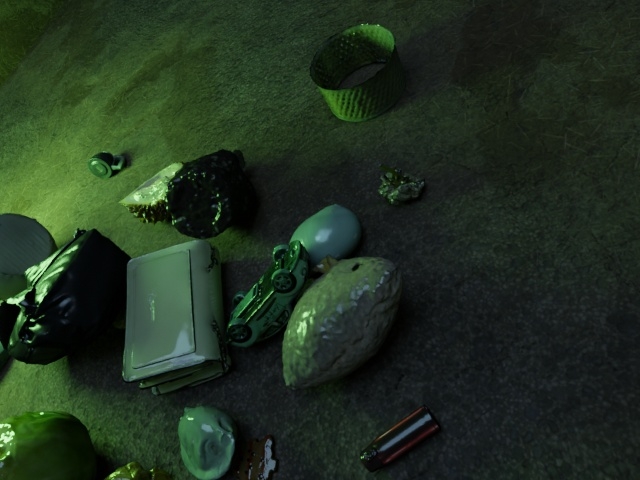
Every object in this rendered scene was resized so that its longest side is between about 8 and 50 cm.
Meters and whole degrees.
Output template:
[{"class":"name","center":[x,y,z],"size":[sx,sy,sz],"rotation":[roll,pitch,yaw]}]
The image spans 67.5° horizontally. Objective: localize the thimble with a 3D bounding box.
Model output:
[{"class":"thimble","center":[0.118,-0.502,1.442],"size":[0.270,0.150,0.271],"rotation":[-13,57,20]}]

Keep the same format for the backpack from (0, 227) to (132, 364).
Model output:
[{"class":"backpack","center":[-0.743,0.181,1.371],"size":[0.445,0.254,0.363],"rotation":[-38,28,30]}]

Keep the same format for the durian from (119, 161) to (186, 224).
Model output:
[{"class":"durian","center":[-0.498,-0.149,1.542],"size":[0.249,0.138,0.183],"rotation":[-28,19,22]}]

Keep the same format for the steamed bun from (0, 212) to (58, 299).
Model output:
[{"class":"steamed bun","center":[-1.057,0.071,1.610],"size":[0.309,0.309,0.310],"rotation":[-13,56,20]}]

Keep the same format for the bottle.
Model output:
[{"class":"bottle","center":[0.153,0.390,0.935],"size":[0.164,0.060,0.060],"rotation":[-36,52,3]}]

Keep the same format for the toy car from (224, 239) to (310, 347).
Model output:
[{"class":"toy car","center":[-0.115,0.140,1.156],"size":[0.306,0.125,0.136],"rotation":[-47,22,18]}]

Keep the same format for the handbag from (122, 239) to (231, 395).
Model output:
[{"class":"handbag","center":[-0.367,0.194,1.257],"size":[0.236,0.160,0.359],"rotation":[-19,55,8]}]

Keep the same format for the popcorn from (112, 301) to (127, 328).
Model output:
[{"class":"popcorn","center":[-0.579,0.218,1.410],"size":[0.083,0.057,0.082],"rotation":[17,68,36]}]

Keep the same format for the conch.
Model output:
[{"class":"conch","center":[-0.002,-0.005,1.234],"size":[0.221,0.121,0.185],"rotation":[-35,22,10]}]

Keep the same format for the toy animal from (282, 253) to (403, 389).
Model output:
[{"class":"toy animal","center":[0.039,0.175,1.042],"size":[0.358,0.188,0.226],"rotation":[-47,21,9]}]

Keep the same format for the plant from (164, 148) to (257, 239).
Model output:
[{"class":"plant","center":[-0.309,-0.150,1.416],"size":[0.215,0.213,0.312],"rotation":[-19,17,13]}]

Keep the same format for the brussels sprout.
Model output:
[{"class":"brussels sprout","center":[-0.689,0.530,1.123],"size":[0.344,0.344,0.268],"rotation":[21,85,34]}]

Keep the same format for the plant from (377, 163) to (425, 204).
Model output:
[{"class":"plant","center":[0.198,-0.158,1.215],"size":[0.116,0.122,0.105],"rotation":[-13,45,28]}]

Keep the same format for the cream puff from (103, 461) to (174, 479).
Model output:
[{"class":"cream puff","center":[-0.414,0.561,1.086],"size":[0.146,0.146,0.116],"rotation":[6,25,29]}]

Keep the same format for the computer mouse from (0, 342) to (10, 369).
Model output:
[{"class":"computer mouse","center":[-1.083,0.395,1.546],"size":[0.113,0.068,0.229],"rotation":[14,68,34]}]

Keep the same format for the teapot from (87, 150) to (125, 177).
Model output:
[{"class":"teapot","center":[-0.817,-0.293,1.841],"size":[0.092,0.124,0.091],"rotation":[-55,19,41]}]

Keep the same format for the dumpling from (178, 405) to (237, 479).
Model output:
[{"class":"dumpling","center":[-0.249,0.449,1.086],"size":[0.108,0.153,0.219],"rotation":[-19,15,-38]}]

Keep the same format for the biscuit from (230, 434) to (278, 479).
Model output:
[{"class":"biscuit","center":[-0.152,0.488,1.053],"size":[0.129,0.019,0.120],"rotation":[-7,58,23]}]
